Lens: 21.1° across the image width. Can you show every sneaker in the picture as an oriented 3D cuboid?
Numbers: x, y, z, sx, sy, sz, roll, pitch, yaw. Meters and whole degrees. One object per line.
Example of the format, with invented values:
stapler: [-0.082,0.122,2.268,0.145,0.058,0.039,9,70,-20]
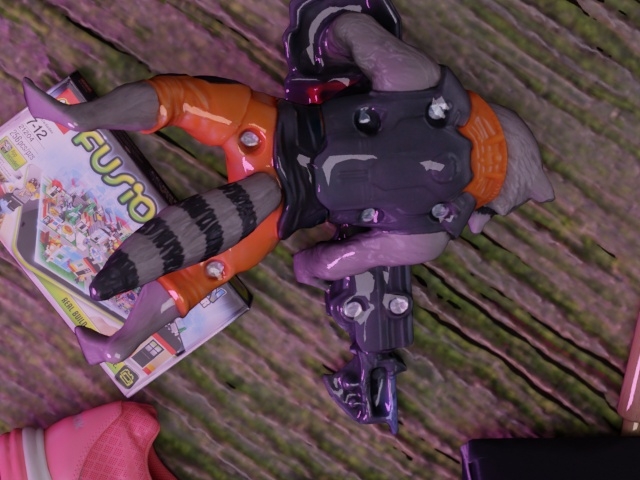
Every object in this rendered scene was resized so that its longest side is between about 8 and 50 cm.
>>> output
sneaker: [-0.112,0.256,1.229,0.136,0.116,0.314,-25,104,-2]

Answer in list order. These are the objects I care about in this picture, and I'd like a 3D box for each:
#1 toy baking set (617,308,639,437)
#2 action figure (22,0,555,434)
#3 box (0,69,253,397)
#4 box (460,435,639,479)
toy baking set: [0.308,0.120,1.220,0.196,0.030,0.256,15,103,-1]
action figure: [0.000,0.000,1.121,0.330,0.178,0.341,-15,107,-14]
box: [-0.154,-0.004,1.209,0.114,0.036,0.207,-36,99,9]
box: [0.205,0.364,1.133,0.212,0.293,0.395,-2,108,2]
